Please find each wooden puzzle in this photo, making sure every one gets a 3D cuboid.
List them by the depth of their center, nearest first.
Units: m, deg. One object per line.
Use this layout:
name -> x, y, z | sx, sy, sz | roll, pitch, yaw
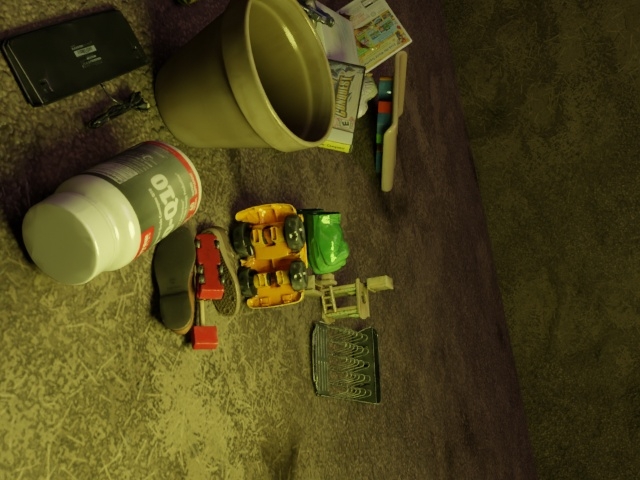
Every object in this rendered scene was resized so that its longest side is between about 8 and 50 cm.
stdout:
wooden puzzle -> 0.217, -0.383, 2.331 | 0.322, 0.080, 0.347 | 84, 14, -59

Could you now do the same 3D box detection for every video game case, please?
video game case -> -0.025, -0.354, 1.799 | 0.035, 0.248, 0.275 | 104, -3, -58
video game case -> 0.140, -0.641, 2.232 | 0.227, 0.026, 0.206 | -37, 95, -16

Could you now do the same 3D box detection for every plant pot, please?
plant pot -> -0.168, -0.313, 1.456 | 0.323, 0.280, 0.323 | 33, 51, -54

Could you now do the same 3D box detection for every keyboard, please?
keyboard -> -0.403, -0.293, 1.277 | 0.201, 0.033, 0.317 | 63, 31, -14

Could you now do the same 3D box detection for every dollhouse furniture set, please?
dollhouse furniture set -> 0.070, 0.142, 1.822 | 0.161, 0.182, 0.101 | 28, 55, -56

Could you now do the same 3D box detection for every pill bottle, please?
pill bottle -> -0.329, -0.048, 1.173 | 0.283, 0.161, 0.161 | -49, 122, -57

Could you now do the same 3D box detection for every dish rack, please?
dish rack -> 0.066, 0.314, 1.863 | 0.271, 0.074, 0.208 | 27, 55, -56

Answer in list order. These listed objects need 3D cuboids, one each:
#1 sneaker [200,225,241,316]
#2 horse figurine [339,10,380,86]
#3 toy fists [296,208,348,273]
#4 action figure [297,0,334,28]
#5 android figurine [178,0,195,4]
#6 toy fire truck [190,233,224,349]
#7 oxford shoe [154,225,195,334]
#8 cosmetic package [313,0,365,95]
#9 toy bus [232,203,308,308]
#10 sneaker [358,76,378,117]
sneaker -> -0.191, 0.060, 1.491 | 0.071, 0.066, 0.188 | -19, 97, -63
horse figurine -> 0.084, -0.542, 2.138 | 0.066, 0.174, 0.263 | 0, 106, -56
toy fists -> 0.000, 0.000, 1.724 | 0.279, 0.096, 0.142 | -160, -113, -73
action figure -> -0.150, -0.554, 1.789 | 0.341, 0.178, 0.330 | 31, 39, -16
android figurine -> -0.315, -0.636, 1.559 | 0.273, 0.056, 0.248 | -48, 121, -55
toy fire truck -> -0.222, 0.098, 1.393 | 0.047, 0.135, 0.192 | 3, 48, -20
oxford shoe -> -0.270, 0.076, 1.359 | 0.076, 0.076, 0.212 | 91, -3, -66
cosmetic package -> 0.004, -0.514, 2.017 | 0.225, 0.138, 0.224 | -1, 80, -61
toy bus -> -0.092, 0.039, 1.632 | 0.211, 0.149, 0.220 | 19, 63, -77
sneaker -> 0.110, -0.474, 2.255 | 0.115, 0.090, 0.232 | 57, 33, -28
